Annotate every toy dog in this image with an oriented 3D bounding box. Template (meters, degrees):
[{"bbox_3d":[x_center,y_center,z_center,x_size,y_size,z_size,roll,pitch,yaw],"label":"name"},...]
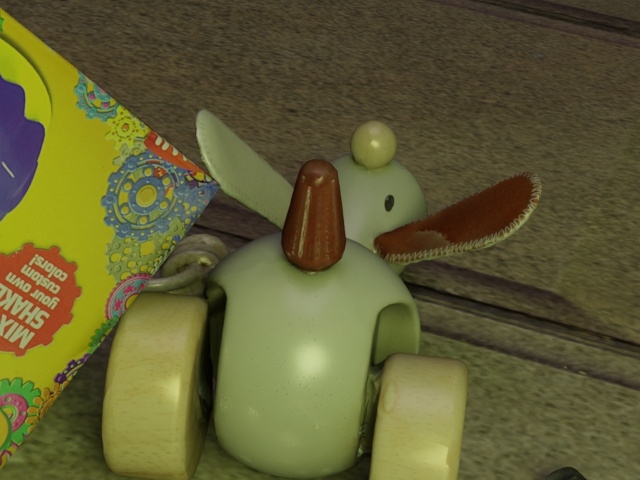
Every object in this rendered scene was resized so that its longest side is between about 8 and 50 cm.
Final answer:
[{"bbox_3d":[0.000,0.000,0.774,0.220,0.161,0.334,3,25,-14],"label":"toy dog"}]

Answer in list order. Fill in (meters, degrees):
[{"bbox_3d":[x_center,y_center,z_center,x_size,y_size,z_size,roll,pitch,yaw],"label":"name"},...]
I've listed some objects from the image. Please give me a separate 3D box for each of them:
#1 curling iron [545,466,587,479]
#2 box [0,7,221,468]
[{"bbox_3d":[0.141,0.161,0.619,0.068,0.035,0.274,3,25,-14],"label":"curling iron"},{"bbox_3d":[-0.248,-0.076,0.675,0.279,0.177,0.290,37,-2,46],"label":"box"}]
